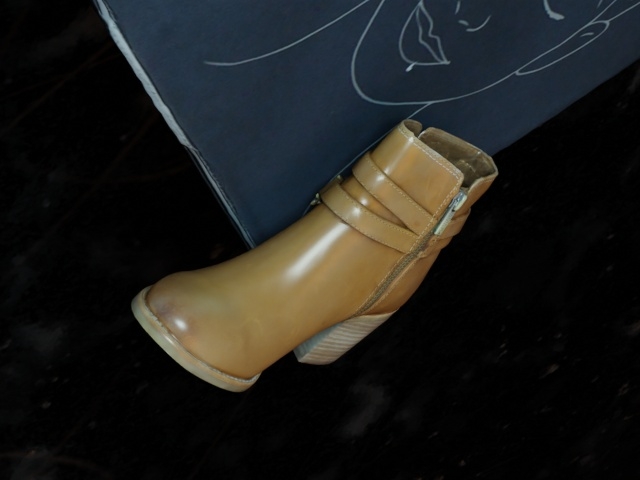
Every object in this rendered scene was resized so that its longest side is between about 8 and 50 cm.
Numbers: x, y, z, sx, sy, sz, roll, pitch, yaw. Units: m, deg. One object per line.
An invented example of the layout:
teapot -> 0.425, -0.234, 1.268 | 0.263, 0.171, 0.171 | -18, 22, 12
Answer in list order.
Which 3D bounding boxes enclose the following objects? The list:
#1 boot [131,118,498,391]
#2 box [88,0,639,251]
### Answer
boot -> 0.000, 0.000, 0.981 | 0.152, 0.073, 0.197 | -48, 160, 23
box -> 0.049, -0.295, 0.964 | 0.472, 0.297, 0.480 | -32, 150, -2
